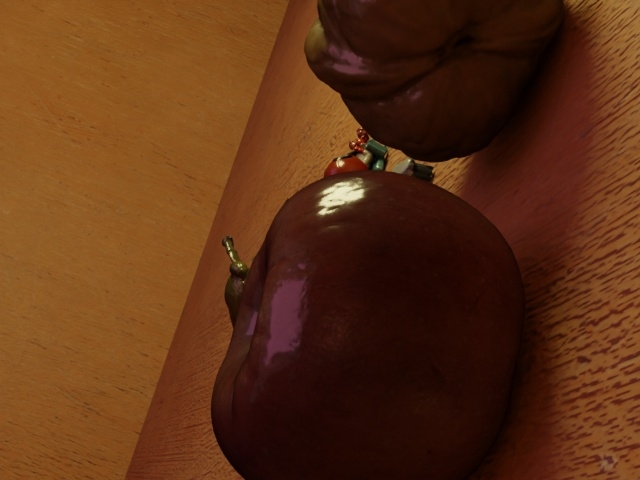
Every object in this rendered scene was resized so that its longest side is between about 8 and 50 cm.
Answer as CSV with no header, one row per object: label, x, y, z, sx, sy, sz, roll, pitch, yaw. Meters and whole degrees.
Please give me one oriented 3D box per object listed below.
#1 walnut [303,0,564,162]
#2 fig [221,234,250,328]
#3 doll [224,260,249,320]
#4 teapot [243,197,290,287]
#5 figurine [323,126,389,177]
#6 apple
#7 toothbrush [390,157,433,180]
walnut,0.118,-0.244,1.097,0.285,0.285,0.296,-90,-13,-61
fig,-0.083,0.083,1.647,0.230,0.143,0.160,-114,41,-58
doll,-0.053,0.112,1.460,0.097,0.209,0.137,-36,-27,-27
teapot,-0.012,0.077,1.265,0.183,0.173,0.269,18,120,42
figurine,0.053,-0.107,1.557,0.140,0.075,0.068,-56,0,-45
apple,0.043,0.092,0.884,0.306,0.235,0.305,-161,90,-80
toothbrush,0.070,-0.055,1.496,0.418,0.040,0.042,147,137,-70
